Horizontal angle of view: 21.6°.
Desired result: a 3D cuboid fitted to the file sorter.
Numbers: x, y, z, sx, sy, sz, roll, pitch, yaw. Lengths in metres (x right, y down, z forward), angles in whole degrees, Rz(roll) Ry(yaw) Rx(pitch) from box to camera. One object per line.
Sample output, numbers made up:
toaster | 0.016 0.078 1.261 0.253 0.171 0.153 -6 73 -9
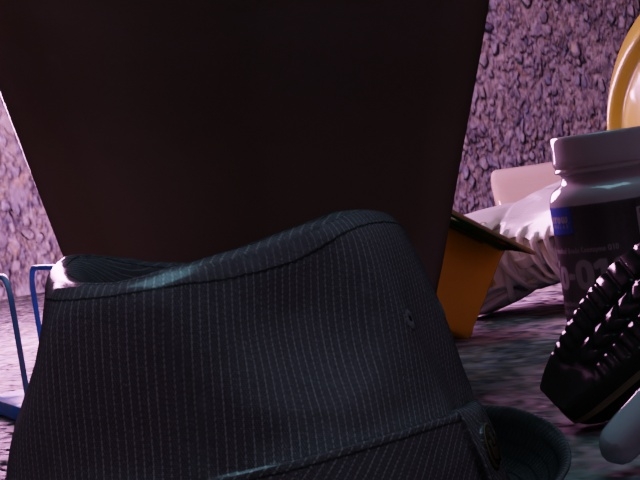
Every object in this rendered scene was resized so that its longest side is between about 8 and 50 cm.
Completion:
file sorter | -0.154 0.062 1.219 0.170 0.105 0.118 -9 3 -23

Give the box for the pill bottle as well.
pill bottle | 0.183 0.000 1.028 0.078 0.137 0.078 -9 2 0

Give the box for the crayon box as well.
crayon box | 0.000 0.000 1.295 0.202 0.081 0.318 26 -11 -19

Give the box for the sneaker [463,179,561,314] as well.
sneaker | 0.176 0.018 1.317 0.169 0.108 0.292 -23 5 3

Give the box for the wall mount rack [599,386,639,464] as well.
wall mount rack | 0.279 0.016 0.616 0.304 0.131 0.350 -6 2 -14

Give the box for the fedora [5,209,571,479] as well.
fedora | -0.033 0.058 0.645 0.243 0.124 0.275 -8 2 28

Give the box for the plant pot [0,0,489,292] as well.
plant pot | -0.044 -0.081 0.937 0.323 0.280 0.323 -4 9 1

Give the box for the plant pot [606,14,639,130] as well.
plant pot | 0.341 -0.075 1.279 0.254 0.254 0.239 -8 19 17

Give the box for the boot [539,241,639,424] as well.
boot | 0.217 0.044 0.816 0.198 0.137 0.077 -44 24 3

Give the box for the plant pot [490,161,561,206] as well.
plant pot | 0.229 -0.014 1.695 0.109 0.109 0.096 -8 16 15
